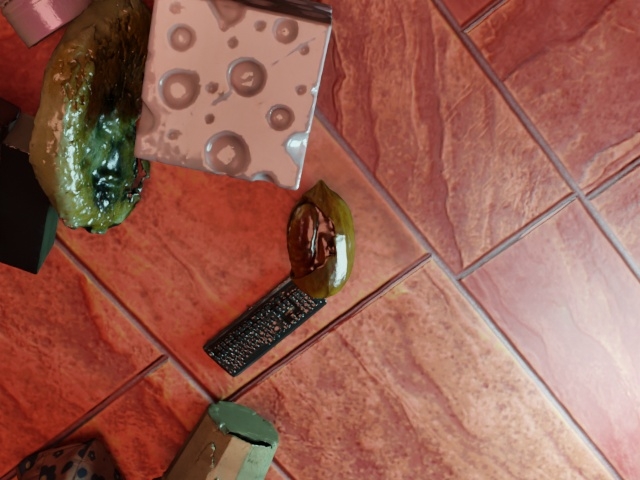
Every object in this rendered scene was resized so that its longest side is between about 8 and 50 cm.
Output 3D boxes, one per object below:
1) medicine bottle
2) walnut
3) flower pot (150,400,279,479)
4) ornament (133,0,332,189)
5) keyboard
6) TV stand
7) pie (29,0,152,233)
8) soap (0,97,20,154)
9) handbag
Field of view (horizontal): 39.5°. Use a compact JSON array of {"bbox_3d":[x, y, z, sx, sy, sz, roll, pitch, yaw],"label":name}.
[{"bbox_3d":[-0.445,-0.419,1.288,0.152,0.152,0.255,-30,109,11],"label":"medicine bottle"},{"bbox_3d":[0.000,0.000,1.472,0.115,0.116,0.207,2,111,0],"label":"walnut"},{"bbox_3d":[-0.181,0.410,1.587,0.212,0.212,0.203,25,102,-9],"label":"flower pot"},{"bbox_3d":[-0.122,-0.240,1.309,0.239,0.240,0.240,11,111,-3],"label":"ornament"},{"bbox_3d":[-0.100,0.149,1.573,0.230,0.025,0.094,-40,109,14],"label":"keyboard"},{"bbox_3d":[-0.460,-0.068,1.405,0.088,0.083,0.270,20,134,-7],"label":"TV stand"},{"bbox_3d":[-0.322,-0.183,1.316,0.078,0.296,0.372,14,109,15],"label":"pie"},{"bbox_3d":[-0.584,-0.096,1.347,0.158,0.258,0.302,24,100,-18],"label":"soap"},{"bbox_3d":[-0.462,0.512,1.637,0.193,0.190,0.252,-14,115,17],"label":"handbag"}]
